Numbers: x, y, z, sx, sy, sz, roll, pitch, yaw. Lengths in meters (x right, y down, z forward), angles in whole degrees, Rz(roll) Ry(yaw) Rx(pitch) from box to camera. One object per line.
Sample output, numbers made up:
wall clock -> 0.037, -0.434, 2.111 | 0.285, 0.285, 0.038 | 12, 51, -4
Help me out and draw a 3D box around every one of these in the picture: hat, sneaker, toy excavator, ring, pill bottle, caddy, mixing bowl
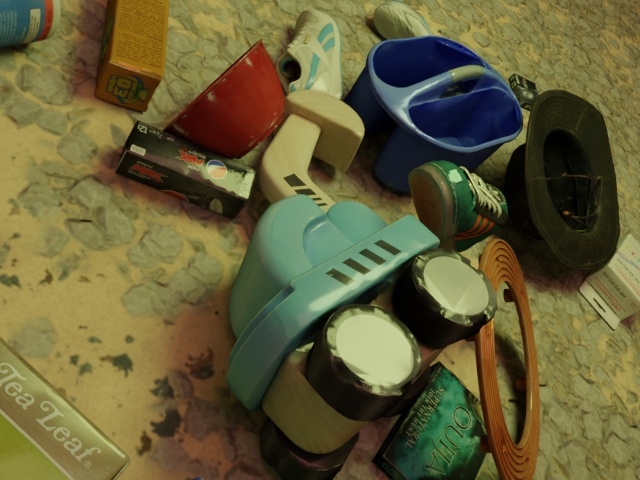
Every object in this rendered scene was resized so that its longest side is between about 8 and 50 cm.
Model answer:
hat -> 0.421, -0.103, 1.249 | 0.332, 0.134, 0.330 | 6, 80, -36
sneaker -> 0.202, -0.378, 1.326 | 0.086, 0.085, 0.237 | -36, 84, -33
toy excavator -> 0.000, 0.000, 0.863 | 0.445, 0.222, 0.433 | 45, 47, 17
ring -> 0.250, 0.165, 0.921 | 0.337, 0.032, 0.336 | 23, 63, -59
sneaker -> -0.023, -0.307, 1.125 | 0.092, 0.087, 0.228 | 12, 53, -26
pill bottle -> -0.436, -0.283, 0.797 | 0.222, 0.124, 0.124 | -28, 79, -43
caddy -> 0.197, -0.229, 1.149 | 0.341, 0.179, 0.241 | -21, 71, -42
sneaker -> 0.202, -0.056, 0.963 | 0.121, 0.302, 0.108 | -27, 75, 3
mixing bowl -> -0.114, -0.176, 0.921 | 0.098, 0.181, 0.181 | 46, 44, -17

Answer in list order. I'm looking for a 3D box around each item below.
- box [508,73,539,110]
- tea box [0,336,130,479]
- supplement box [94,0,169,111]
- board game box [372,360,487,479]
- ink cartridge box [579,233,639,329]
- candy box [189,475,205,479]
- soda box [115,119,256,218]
box -> 0.457, -0.328, 1.514 | 0.067, 0.018, 0.083 | 17, 52, -25
tea box -> -0.377, 0.180, 0.454 | 0.329, 0.220, 0.323 | 45, 47, -1
supplement box -> -0.262, -0.298, 0.959 | 0.080, 0.078, 0.233 | 12, 54, -28
board game box -> 0.160, 0.265, 0.900 | 0.126, 0.026, 0.186 | 44, 46, 0
ink cartridge box -> 0.573, 0.076, 1.288 | 0.104, 0.061, 0.181 | 50, 46, 4
candy box -> -0.069, 0.412, 0.577 | 0.317, 0.122, 0.268 | 41, 47, -6
soda box -> -0.174, -0.090, 0.888 | 0.169, 0.060, 0.053 | 22, 56, -20
